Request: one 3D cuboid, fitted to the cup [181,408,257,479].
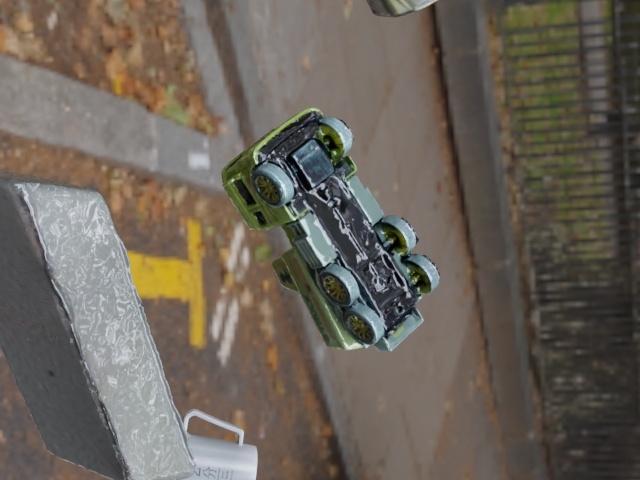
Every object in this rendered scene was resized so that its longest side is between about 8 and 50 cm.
[{"bbox_3d":[-0.135,0.255,1.515,0.074,0.116,0.104,-166,-97,-80],"label":"cup"}]

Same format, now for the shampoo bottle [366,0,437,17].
[{"bbox_3d":[0.035,-0.385,1.178,0.125,0.084,0.350,-36,116,-18],"label":"shampoo bottle"}]

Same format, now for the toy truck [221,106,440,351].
[{"bbox_3d":[0.000,0.000,0.872,0.077,0.100,0.169,-41,104,-31],"label":"toy truck"}]

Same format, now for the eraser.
[{"bbox_3d":[-0.201,0.075,1.037,0.077,0.111,0.352,-44,134,-37],"label":"eraser"}]
